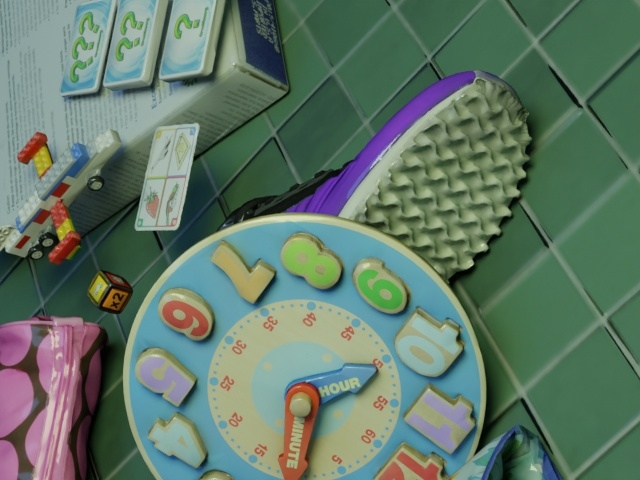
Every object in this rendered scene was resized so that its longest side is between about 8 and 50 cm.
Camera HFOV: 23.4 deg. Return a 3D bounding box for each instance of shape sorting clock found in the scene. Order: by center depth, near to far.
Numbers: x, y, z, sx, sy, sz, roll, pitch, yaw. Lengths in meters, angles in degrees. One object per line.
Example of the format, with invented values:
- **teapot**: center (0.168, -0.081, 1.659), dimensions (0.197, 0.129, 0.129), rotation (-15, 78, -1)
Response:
- **shape sorting clock**: center (-0.010, 0.085, 0.869), dimensions (0.206, 0.206, 0.040), rotation (-50, 9, 15)

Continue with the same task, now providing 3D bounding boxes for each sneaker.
- **sneaker**: center (-0.001, 0.000, 0.953), dimensions (0.293, 0.102, 0.146), rotation (-53, 42, 11)

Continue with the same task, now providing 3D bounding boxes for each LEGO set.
- **LEGO set**: center (-0.160, -0.071, 1.096), dimensions (0.182, 0.060, 0.244), rotation (0, 75, 46)

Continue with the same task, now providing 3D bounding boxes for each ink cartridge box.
- **ink cartridge box**: center (-0.181, -0.176, 1.246), dimensions (0.330, 0.071, 0.324), rotation (-31, 53, 32)

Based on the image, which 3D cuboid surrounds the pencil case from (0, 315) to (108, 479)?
- **pencil case**: center (-0.199, 0.152, 1.087), dimensions (0.098, 0.095, 0.209), rotation (122, 153, -66)

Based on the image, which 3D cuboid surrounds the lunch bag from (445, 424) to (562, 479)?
- **lunch bag**: center (0.071, 0.177, 0.800), dimensions (0.129, 0.096, 0.151), rotation (-45, 16, 19)
